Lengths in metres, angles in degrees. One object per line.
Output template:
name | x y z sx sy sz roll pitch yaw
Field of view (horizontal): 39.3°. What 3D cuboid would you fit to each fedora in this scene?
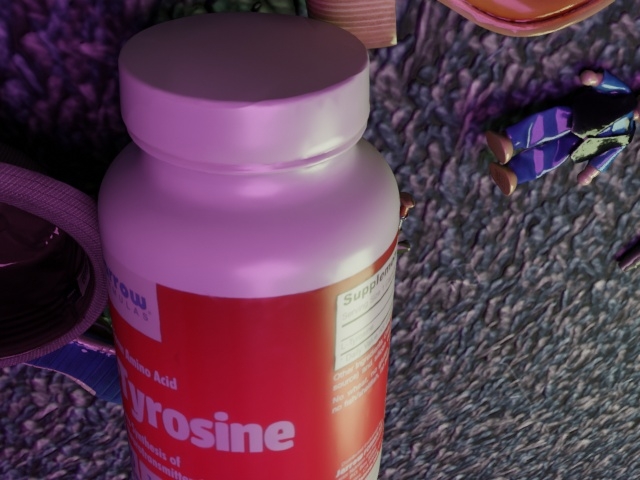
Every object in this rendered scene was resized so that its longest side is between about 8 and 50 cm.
fedora | -0.302 -0.005 0.728 0.275 0.124 0.243 14 128 -38

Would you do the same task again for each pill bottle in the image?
pill bottle | -0.055 0.040 0.725 0.229 0.229 0.407 -8 124 -13

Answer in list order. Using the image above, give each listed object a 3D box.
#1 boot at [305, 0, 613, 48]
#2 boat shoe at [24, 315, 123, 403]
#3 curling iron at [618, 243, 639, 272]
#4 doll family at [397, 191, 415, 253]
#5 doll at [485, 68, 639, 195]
boot | 0.113 -0.267 0.656 0.283 0.109 0.220 -7 130 -4
boat shoe | -0.229 0.105 0.899 0.066 0.066 0.183 -43 126 19
curling iron | 0.462 -0.044 1.026 0.274 0.035 0.068 -39 132 18
doll family | 0.000 0.000 0.875 0.193 0.076 0.111 13 127 -10
doll | 0.259 -0.105 0.887 0.189 0.046 0.129 -21 127 -8
